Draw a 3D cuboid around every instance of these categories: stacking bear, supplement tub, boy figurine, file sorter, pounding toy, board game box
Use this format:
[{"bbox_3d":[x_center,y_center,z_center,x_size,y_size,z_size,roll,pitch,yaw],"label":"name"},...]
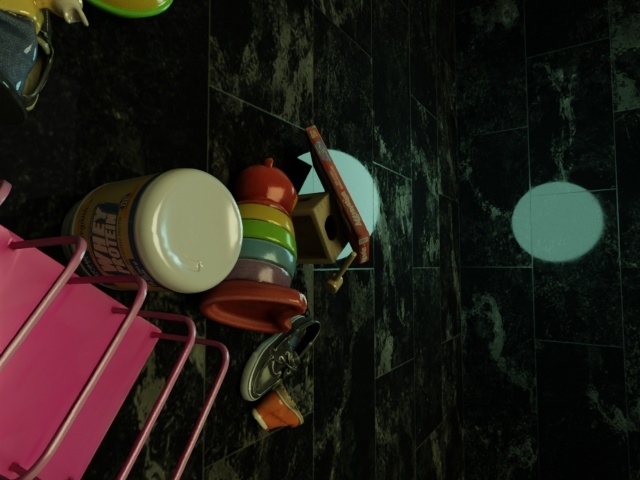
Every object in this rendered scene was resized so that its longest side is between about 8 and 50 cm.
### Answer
[{"bbox_3d":[-0.109,-0.006,0.729,0.164,0.175,0.290,11,61,-13],"label":"stacking bear"},{"bbox_3d":[-0.215,-0.008,0.520,0.144,0.199,0.145,7,81,-56],"label":"supplement tub"},{"bbox_3d":[-0.332,-0.259,0.415,0.177,0.092,0.286,3,72,-20],"label":"boy figurine"},{"bbox_3d":[-0.254,0.115,0.382,0.291,0.182,0.202,53,46,-41],"label":"file sorter"},{"bbox_3d":[0.010,0.005,0.879,0.094,0.180,0.206,-50,128,-46],"label":"pounding toy"},{"bbox_3d":[0.036,-0.098,0.893,0.145,0.027,0.282,79,-11,-65],"label":"board game box"}]

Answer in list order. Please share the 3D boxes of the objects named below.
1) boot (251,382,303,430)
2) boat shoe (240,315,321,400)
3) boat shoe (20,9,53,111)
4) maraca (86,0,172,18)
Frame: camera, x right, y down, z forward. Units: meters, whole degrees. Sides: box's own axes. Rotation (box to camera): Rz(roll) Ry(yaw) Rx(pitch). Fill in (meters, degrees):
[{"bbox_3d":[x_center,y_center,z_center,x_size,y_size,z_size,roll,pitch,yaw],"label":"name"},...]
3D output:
[{"bbox_3d":[-0.087,0.351,0.833,0.084,0.059,0.158,-36,140,-15],"label":"boot"},{"bbox_3d":[-0.070,0.234,0.839,0.228,0.075,0.080,-40,121,-51],"label":"boat shoe"},{"bbox_3d":[-0.338,-0.227,0.482,0.056,0.049,0.153,7,82,-56],"label":"boat shoe"},{"bbox_3d":[-0.284,-0.358,0.536,0.185,0.099,0.128,-5,81,-32],"label":"maraca"}]
